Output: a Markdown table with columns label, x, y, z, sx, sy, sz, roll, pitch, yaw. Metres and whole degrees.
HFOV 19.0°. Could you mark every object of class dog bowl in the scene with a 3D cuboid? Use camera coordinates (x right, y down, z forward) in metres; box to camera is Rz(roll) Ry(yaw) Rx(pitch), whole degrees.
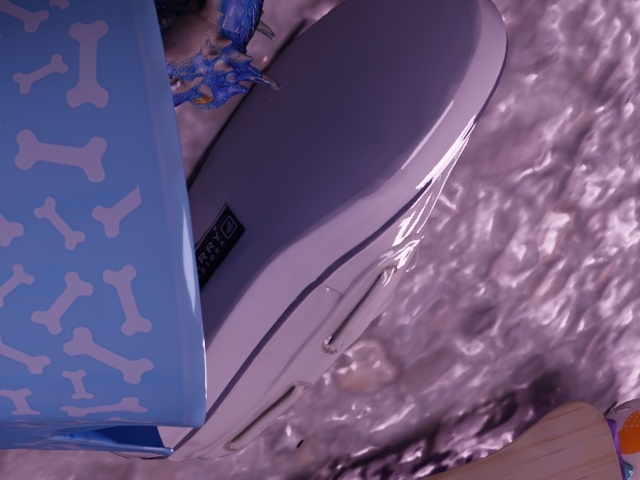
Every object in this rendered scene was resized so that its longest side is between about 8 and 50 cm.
| label | x | y | z | sx | sy | sz | roll | pitch | yaw |
| --- | --- | --- | --- | --- | --- | --- | --- | --- | --- |
| dog bowl | -0.096 | -0.005 | 0.671 | 0.074 | 0.165 | 0.297 | -8 | 172 | -10 |

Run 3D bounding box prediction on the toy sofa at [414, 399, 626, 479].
| label | x | y | z | sx | sy | sz | roll | pitch | yaw |
| --- | --- | --- | --- | --- | --- | --- | --- | --- | --- |
| toy sofa | 0.024 | 0.233 | 1.016 | 0.363 | 0.177 | 0.150 | -18 | 157 | -15 |

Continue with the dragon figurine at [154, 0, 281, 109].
| label | x | y | z | sx | sy | sz | roll | pitch | yaw |
| --- | --- | --- | --- | --- | --- | --- | --- | --- | --- |
| dragon figurine | 0.016 | -0.169 | 0.710 | 0.289 | 0.085 | 0.144 | -38 | 139 | 7 |

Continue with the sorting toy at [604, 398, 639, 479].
| label | x | y | z | sx | sy | sz | roll | pitch | yaw |
| --- | --- | --- | --- | --- | --- | --- | --- | --- | --- |
| sorting toy | 0.171 | 0.140 | 1.110 | 0.075 | 0.045 | 0.083 | -25 | 138 | 14 |

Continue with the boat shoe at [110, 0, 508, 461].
| label | x | y | z | sx | sy | sz | roll | pitch | yaw |
| --- | --- | --- | --- | --- | --- | --- | --- | --- | --- |
| boat shoe | 0.000 | 0.000 | 0.839 | 0.088 | 0.096 | 0.267 | 18 | 115 | -45 |
